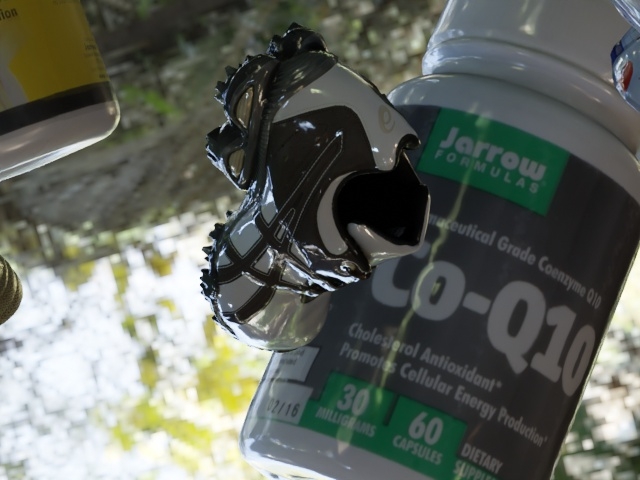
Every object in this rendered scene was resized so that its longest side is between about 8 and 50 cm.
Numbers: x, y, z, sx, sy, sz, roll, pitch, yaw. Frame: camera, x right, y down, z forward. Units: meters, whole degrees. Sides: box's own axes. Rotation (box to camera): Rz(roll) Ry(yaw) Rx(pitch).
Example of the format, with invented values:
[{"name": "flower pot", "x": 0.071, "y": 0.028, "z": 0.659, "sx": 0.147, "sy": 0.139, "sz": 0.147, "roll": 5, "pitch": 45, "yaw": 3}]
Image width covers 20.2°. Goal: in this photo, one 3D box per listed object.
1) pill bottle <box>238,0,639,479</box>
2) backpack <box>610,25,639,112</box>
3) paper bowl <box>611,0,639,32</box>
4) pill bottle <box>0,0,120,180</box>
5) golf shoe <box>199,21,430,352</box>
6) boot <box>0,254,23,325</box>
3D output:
[{"name": "pill bottle", "x": 0.101, "y": 0.017, "z": 1.209, "sx": 0.204, "sy": 0.204, "sz": 0.361, "roll": 43, "pitch": -115, "yaw": -54}, {"name": "backpack", "x": 0.266, "y": -0.100, "z": 0.846, "sx": 0.276, "sy": 0.213, "sz": 0.263, "roll": 42, "pitch": -156, "yaw": -6}, {"name": "paper bowl", "x": 0.214, "y": -0.180, "z": 0.607, "sx": 0.148, "sy": 0.284, "sz": 0.284, "roll": -4, "pitch": -102, "yaw": -88}, {"name": "pill bottle", "x": -0.158, "y": -0.113, "z": 0.726, "sx": 0.184, "sy": 0.103, "sz": 0.103, "roll": 69, "pitch": -159, "yaw": -3}, {"name": "golf shoe", "x": 0.000, "y": 0.000, "z": 0.806, "sx": 0.077, "sy": 0.094, "sz": 0.198, "roll": -46, "pitch": -25, "yaw": -29}, {"name": "boot", "x": -0.324, "y": 0.017, "z": 1.092, "sx": 0.203, "sy": 0.261, "sz": 0.095, "roll": 80, "pitch": 179, "yaw": -67}]
